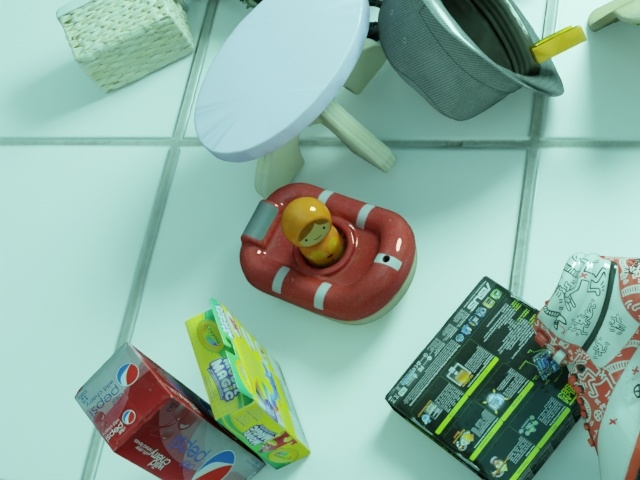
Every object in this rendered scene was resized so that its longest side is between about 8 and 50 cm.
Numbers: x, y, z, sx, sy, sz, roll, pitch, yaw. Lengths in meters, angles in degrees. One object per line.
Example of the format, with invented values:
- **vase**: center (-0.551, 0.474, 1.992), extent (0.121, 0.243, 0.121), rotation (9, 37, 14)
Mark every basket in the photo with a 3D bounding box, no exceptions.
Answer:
- **basket**: center (-0.274, -0.300, 1.698), extent (0.167, 0.113, 0.103), rotation (-24, 63, 7)

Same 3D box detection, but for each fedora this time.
- **fedora**: center (0.165, -0.245, 1.471), extent (0.124, 0.243, 0.275), rotation (-43, 63, 31)

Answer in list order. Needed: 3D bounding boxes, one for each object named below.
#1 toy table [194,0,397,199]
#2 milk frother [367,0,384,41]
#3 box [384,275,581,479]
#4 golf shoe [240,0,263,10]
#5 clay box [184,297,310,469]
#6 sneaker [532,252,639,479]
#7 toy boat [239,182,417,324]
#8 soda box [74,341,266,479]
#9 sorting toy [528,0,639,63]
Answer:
- **toy table**: center (-0.020, -0.188, 1.507), extent (0.274, 0.161, 0.252), rotation (-42, 55, 2)
- **milk frother**: center (0.055, -0.363, 1.613), extent (0.129, 0.143, 0.135), rotation (13, 48, 22)
- **box**: center (0.199, 0.161, 1.327), extent (0.184, 0.045, 0.191), rotation (35, 79, 28)
- **golf shoe**: center (-0.099, -0.396, 1.689), extent (0.272, 0.105, 0.120), rotation (21, 66, 27)
- **clay box**: center (-0.084, 0.162, 1.325), extent (0.053, 0.222, 0.127), rotation (-26, 58, 6)
- **sneaker**: center (0.291, 0.146, 1.238), extent (0.145, 0.090, 0.270), rotation (14, 99, 30)
- **toy boat**: center (0.000, 0.000, 1.418), extent (0.231, 0.151, 0.151), rotation (19, 73, 27)
- **soda box**: center (-0.159, 0.211, 1.302), extent (0.083, 0.263, 0.092), rotation (-43, 58, -3)
- **sorting toy**: center (0.390, -0.277, 1.406), extent (0.307, 0.229, 0.041), rotation (-26, 97, 6)
